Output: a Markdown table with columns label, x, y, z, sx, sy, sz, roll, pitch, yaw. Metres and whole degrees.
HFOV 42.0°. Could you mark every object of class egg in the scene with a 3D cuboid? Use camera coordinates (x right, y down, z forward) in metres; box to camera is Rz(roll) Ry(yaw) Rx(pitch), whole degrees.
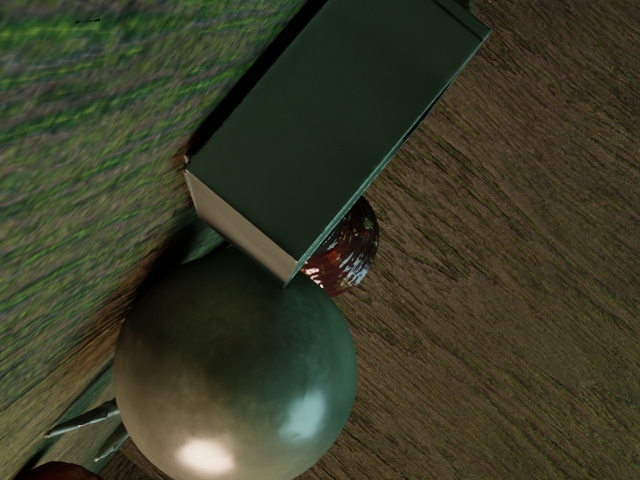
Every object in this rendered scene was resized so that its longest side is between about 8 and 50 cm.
| label | x | y | z | sx | sy | sz | roll | pitch | yaw |
| --- | --- | --- | --- | --- | --- | --- | --- | --- | --- |
| egg | -0.094 | 0.142 | 0.901 | 0.258 | 0.258 | 0.352 | -51 | -170 | -21 |

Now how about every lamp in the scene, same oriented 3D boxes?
| label | x | y | z | sx | sy | sz | roll | pitch | yaw |
| --- | --- | --- | --- | --- | --- | --- | --- | --- | --- |
| lamp | 0.000 | 0.000 | 1.615 | 0.247 | 0.247 | 0.247 | -51 | 180 | 0 |

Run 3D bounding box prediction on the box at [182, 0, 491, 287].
| label | x | y | z | sx | sy | sz | roll | pitch | yaw |
| --- | --- | --- | --- | --- | --- | --- | --- | --- | --- |
| box | 0.000 | -0.090 | 0.694 | 0.225 | 0.117 | 0.225 | -50 | 179 | -10 |

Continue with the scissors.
| label | x | y | z | sx | sy | sz | roll | pitch | yaw |
| --- | --- | --- | --- | --- | --- | --- | --- | --- | --- |
| scissors | -0.203 | 0.196 | 1.140 | 0.383 | 0.255 | 0.029 | -29 | 126 | -58 |

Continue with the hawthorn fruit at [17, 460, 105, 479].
| label | x | y | z | sx | sy | sz | roll | pitch | yaw |
| --- | --- | --- | --- | --- | --- | --- | --- | --- | --- |
| hawthorn fruit | -0.360 | 0.371 | 1.082 | 0.157 | 0.157 | 0.194 | -51 | 162 | 8 |

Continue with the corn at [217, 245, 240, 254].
| label | x | y | z | sx | sy | sz | roll | pitch | yaw |
| --- | --- | --- | --- | --- | --- | --- | --- | --- | --- |
| corn | -0.131 | 0.082 | 1.234 | 0.130 | 0.130 | 0.347 | -51 | 178 | 14 |

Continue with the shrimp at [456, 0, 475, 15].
| label | x | y | z | sx | sy | sz | roll | pitch | yaw |
| --- | --- | --- | --- | --- | --- | --- | --- | --- | --- |
| shrimp | 0.162 | -0.311 | 1.161 | 0.126 | 0.047 | 0.223 | -36 | -155 | 32 |
